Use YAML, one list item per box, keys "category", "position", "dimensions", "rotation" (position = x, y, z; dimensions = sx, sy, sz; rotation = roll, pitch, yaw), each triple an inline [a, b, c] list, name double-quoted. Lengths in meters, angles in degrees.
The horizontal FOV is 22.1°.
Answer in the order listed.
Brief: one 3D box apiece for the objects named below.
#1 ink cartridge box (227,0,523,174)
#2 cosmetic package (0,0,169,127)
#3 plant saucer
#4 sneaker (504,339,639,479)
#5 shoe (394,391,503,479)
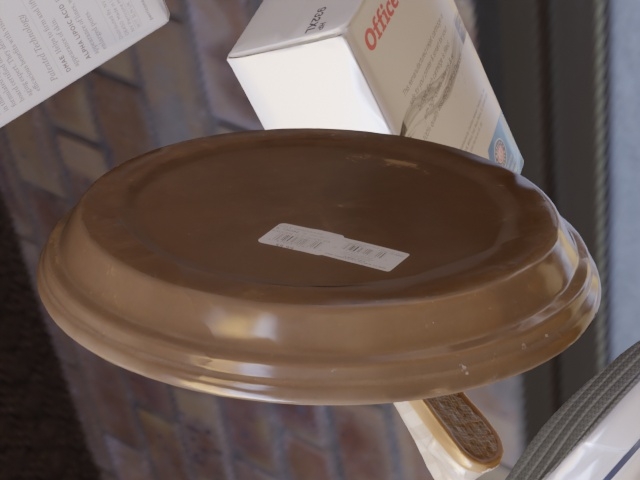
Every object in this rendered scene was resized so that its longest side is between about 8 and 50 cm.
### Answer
- category: "ink cartridge box"
  position: [0.062, -0.119, 1.547]
  dimensions: [0.307, 0.129, 0.223]
  rotation: [62, 35, -30]
- category: "cosmetic package"
  position: [-0.350, -0.185, 1.375]
  dimensions: [0.385, 0.217, 0.156]
  rotation: [-34, 138, -8]
- category: "plant saucer"
  position: [0.000, 0.000, 0.811]
  dimensions: [0.278, 0.278, 0.041]
  rotation: [-27, 127, -48]
- category: "sneaker"
  position: [0.146, 0.163, 0.913]
  dimensions: [0.258, 0.091, 0.094]
  rotation: [-51, -175, -3]
- category: "shoe"
  position: [0.075, 0.113, 1.398]
  dimensions: [0.076, 0.219, 0.058]
  rotation: [-13, 154, -37]
